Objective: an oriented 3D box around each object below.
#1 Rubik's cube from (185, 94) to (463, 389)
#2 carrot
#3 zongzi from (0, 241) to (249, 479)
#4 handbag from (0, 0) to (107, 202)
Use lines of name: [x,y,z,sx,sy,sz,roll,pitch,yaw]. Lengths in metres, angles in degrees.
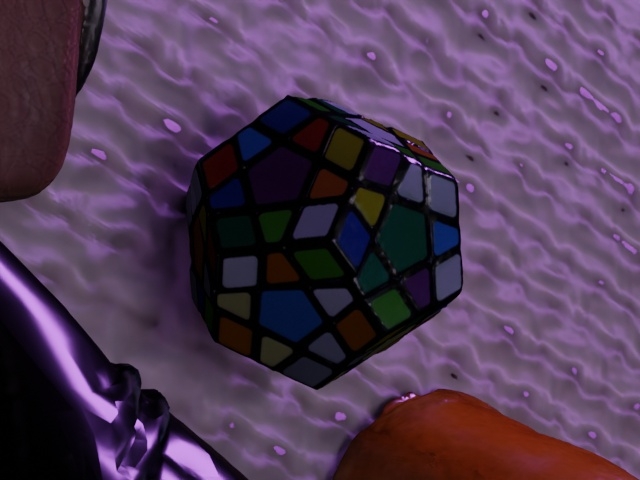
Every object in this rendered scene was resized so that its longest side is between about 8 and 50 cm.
Rubik's cube: [0.000,0.000,0.697,0.133,0.133,0.112,55,31,-25]
carrot: [0.115,0.158,0.724,0.159,0.225,0.159,-1,92,-36]
zongzi: [-0.122,0.223,0.545,0.383,0.319,0.362,43,80,-17]
handbag: [-0.157,-0.105,0.596,0.151,0.072,0.193,10,81,-40]
